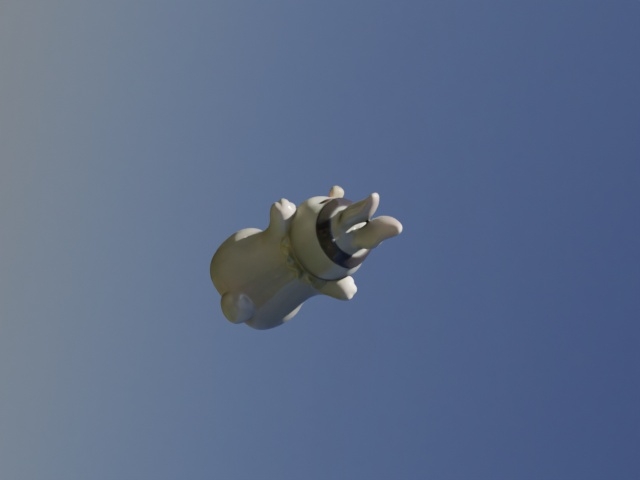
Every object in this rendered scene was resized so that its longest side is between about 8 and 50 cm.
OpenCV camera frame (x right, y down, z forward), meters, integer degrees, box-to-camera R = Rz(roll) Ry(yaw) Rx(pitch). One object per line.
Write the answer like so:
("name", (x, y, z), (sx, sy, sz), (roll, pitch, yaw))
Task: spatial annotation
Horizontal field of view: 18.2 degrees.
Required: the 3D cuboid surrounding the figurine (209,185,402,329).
("figurine", (-0.007, -0.007, 1.380), (0.146, 0.081, 0.098), (-35, -146, 25))
